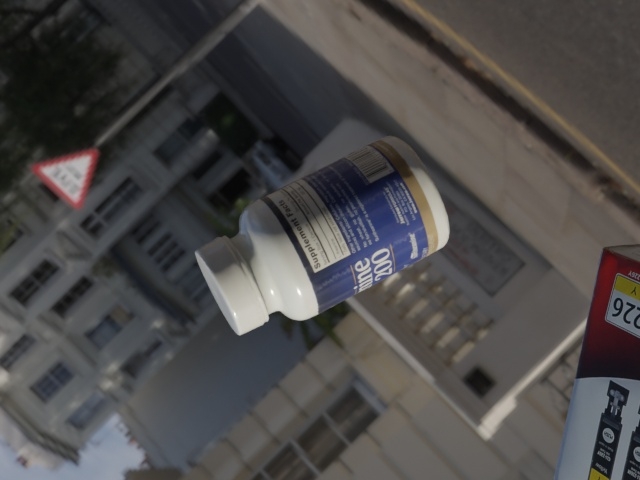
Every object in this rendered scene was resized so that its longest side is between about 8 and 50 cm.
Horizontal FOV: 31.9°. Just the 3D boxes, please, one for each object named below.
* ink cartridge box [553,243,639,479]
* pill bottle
[{"bbox_3d":[0.290,0.173,0.639,0.130,0.271,0.309,-6,-158,-35],"label":"ink cartridge box"},{"bbox_3d":[0.000,0.000,0.577,0.067,0.120,0.067,59,168,20],"label":"pill bottle"}]
